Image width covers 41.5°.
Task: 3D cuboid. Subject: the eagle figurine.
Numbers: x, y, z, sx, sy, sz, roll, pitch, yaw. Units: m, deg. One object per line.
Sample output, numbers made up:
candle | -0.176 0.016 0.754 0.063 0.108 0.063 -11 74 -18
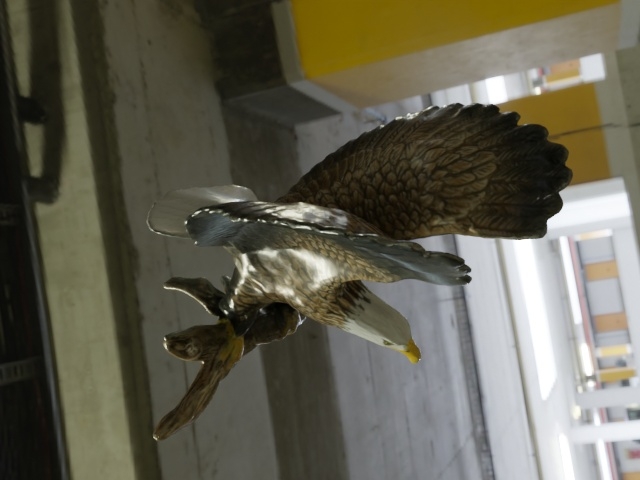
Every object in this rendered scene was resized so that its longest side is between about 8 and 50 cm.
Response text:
eagle figurine | 0.010 0.005 0.625 0.225 0.298 0.226 17 -131 -25
